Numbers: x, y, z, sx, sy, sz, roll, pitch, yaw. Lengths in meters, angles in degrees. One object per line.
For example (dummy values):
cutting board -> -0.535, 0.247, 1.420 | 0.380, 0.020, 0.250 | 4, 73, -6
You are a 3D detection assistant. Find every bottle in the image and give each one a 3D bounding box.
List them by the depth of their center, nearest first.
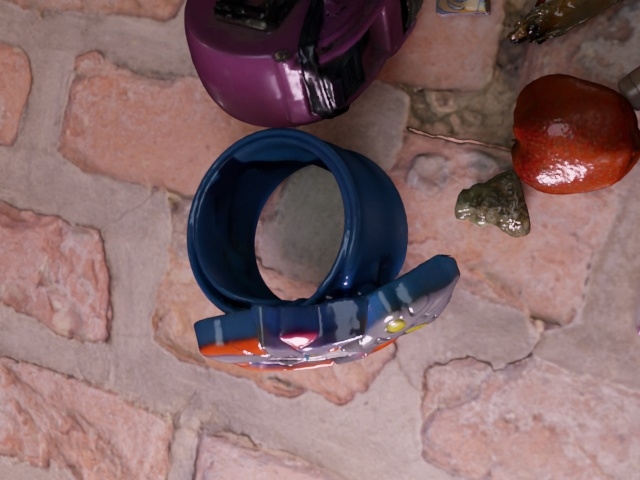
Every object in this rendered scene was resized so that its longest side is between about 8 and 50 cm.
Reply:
bottle -> 0.366, -0.179, 1.087 | 0.096, 0.045, 0.045 | -35, 79, 24

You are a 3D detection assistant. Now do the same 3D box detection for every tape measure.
tape measure -> -0.032, -0.251, 1.177 | 0.231, 0.149, 0.245 | 17, 57, 22

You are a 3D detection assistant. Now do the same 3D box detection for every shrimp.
shrimp -> 0.283, -0.279, 1.124 | 0.190, 0.042, 0.101 | -39, 57, 23

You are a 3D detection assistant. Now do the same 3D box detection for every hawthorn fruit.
hawthorn fruit -> 0.272, -0.113, 1.090 | 0.138, 0.133, 0.133 | 4, 96, 15

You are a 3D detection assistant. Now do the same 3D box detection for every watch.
watch -> 0.000, 0.000, 1.187 | 0.305, 0.241, 0.274 | -19, 72, 25

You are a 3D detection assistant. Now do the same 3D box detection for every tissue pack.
tissue pack -> 0.165, -0.301, 1.177 | 0.063, 0.035, 0.083 | 3, 94, 25

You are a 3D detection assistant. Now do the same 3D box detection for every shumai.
shumai -> 0.192, -0.037, 1.160 | 0.080, 0.083, 0.082 | -14, 49, 6

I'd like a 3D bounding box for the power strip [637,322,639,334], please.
power strip -> 0.373, -0.030, 1.060 | 0.037, 0.109, 0.279 | 11, 99, 21
